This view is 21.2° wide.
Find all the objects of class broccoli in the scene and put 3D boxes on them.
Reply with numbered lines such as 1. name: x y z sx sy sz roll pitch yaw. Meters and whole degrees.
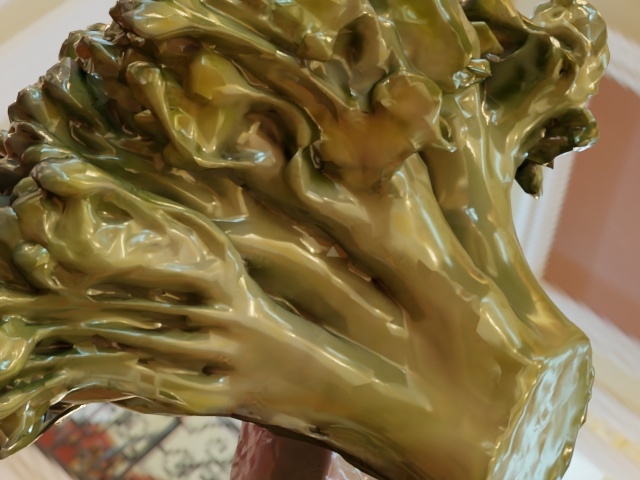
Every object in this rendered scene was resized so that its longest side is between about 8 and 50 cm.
1. broccoli: 0.000 0.000 0.630 0.245 0.288 0.248 33 -14 18

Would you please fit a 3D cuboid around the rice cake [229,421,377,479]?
1. rice cake: 0.001 0.070 0.759 0.073 0.365 0.056 -16 -39 38
